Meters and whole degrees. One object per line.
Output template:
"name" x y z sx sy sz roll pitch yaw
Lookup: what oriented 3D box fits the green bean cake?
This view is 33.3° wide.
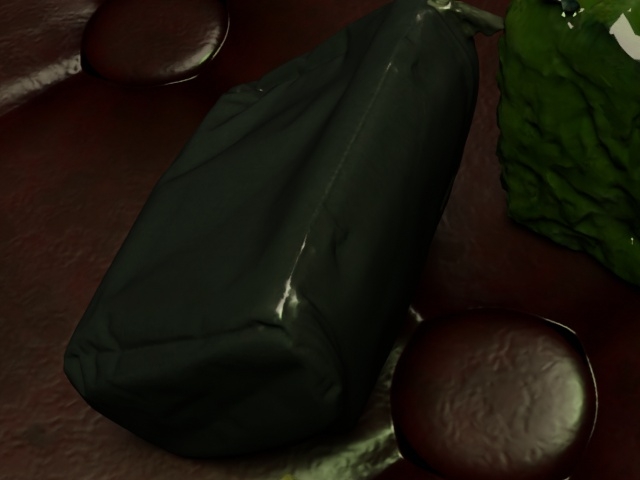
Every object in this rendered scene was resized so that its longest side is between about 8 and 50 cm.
"green bean cake" 0.254 -0.076 0.728 0.250 0.247 0.156 32 65 26

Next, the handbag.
"handbag" 0.001 0.002 0.729 0.275 0.178 0.301 -12 43 46

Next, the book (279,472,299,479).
"book" -0.032 0.275 0.664 0.161 0.026 0.231 30 65 26
